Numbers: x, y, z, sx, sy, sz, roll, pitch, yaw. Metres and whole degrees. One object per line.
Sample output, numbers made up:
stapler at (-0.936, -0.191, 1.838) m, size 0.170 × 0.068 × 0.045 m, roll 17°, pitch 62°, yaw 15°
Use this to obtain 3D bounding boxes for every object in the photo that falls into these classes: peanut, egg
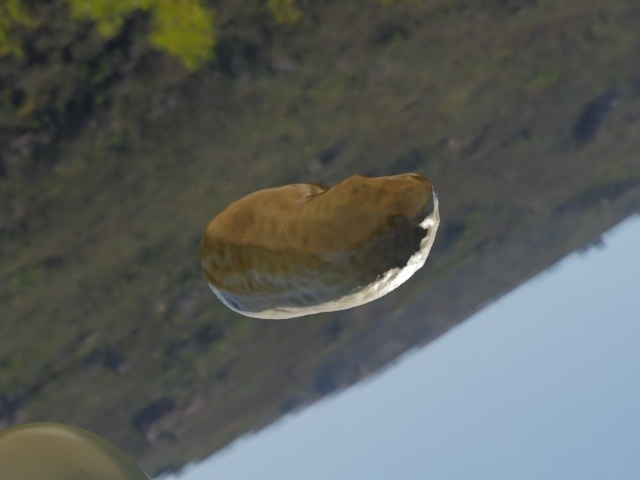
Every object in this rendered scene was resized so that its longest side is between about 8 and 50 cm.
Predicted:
peanut at (0.000, 0.000, 1.807) m, size 0.253 × 0.122 × 0.137 m, roll -8°, pitch -131°, yaw 39°
egg at (-0.203, 0.257, 1.567) m, size 0.183 × 0.264 × 0.182 m, roll -24°, pitch 136°, yaw -26°
